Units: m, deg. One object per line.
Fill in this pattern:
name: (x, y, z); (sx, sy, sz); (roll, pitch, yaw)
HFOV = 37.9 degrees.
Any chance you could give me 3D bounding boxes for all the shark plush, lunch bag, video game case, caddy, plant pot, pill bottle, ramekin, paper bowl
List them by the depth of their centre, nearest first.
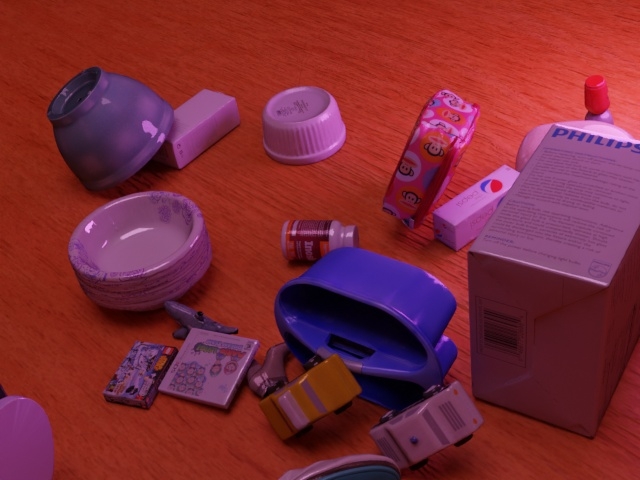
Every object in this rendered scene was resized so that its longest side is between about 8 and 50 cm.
caddy: (0.077, 0.161, 1.618); (0.341, 0.241, 0.179); (18, 43, 31)
video game case: (-0.207, 0.235, 1.737); (0.157, 0.019, 0.143); (7, 54, 30)
shark plush: (-0.236, 0.164, 1.821); (0.161, 0.067, 0.073); (24, 51, 35)
paper bowl: (-0.367, 0.035, 1.941); (0.284, 0.148, 0.284); (-7, 40, 6)
pill bottle: (0.000, 0.000, 1.942); (0.152, 0.086, 0.086); (0, 41, 14)
lunch bag: (0.223, -0.160, 1.955); (0.120, 0.258, 0.293); (28, 34, 6)
plant pot: (-0.528, -0.291, 2.246); (0.293, 0.196, 0.293); (-24, 40, 23)
ramekin: (-0.045, -0.287, 2.272); (0.207, 0.109, 0.207); (-7, 41, 6)

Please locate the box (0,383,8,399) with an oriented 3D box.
box: (-0.650, 0.339, 1.626); (0.056, 0.183, 0.231); (25, 51, 37)

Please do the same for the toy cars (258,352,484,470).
toy cars: (0.063, 0.288, 1.510); (0.393, 0.177, 0.087); (10, 18, 24)

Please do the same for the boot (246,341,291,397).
boot: (-0.081, 0.242, 1.720); (0.118, 0.042, 0.087); (-27, 49, -16)

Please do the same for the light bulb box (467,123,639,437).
light bulb box: (0.423, 0.060, 1.560); (0.225, 0.358, 0.361); (17, 47, 27)

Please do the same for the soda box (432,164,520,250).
soda box: (0.336, -0.070, 1.952); (0.216, 0.074, 0.069); (-33, 44, -23)

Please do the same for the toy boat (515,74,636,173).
toy boat: (0.578, -0.209, 2.025); (0.267, 0.148, 0.318); (7, 50, 28)

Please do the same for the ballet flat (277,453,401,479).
ballet flat: (-0.066, 0.430, 1.438); (0.400, 0.139, 0.139); (-29, 43, -18)

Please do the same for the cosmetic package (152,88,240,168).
cosmetic package: (-0.322, -0.284, 2.357); (0.117, 0.086, 0.231); (22, 49, 35)

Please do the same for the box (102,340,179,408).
box: (-0.339, 0.254, 1.771); (0.093, 0.027, 0.137); (6, 43, 22)

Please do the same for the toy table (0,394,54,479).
toy table: (-0.562, 0.381, 1.532); (0.160, 0.252, 0.274); (7, 75, 35)
